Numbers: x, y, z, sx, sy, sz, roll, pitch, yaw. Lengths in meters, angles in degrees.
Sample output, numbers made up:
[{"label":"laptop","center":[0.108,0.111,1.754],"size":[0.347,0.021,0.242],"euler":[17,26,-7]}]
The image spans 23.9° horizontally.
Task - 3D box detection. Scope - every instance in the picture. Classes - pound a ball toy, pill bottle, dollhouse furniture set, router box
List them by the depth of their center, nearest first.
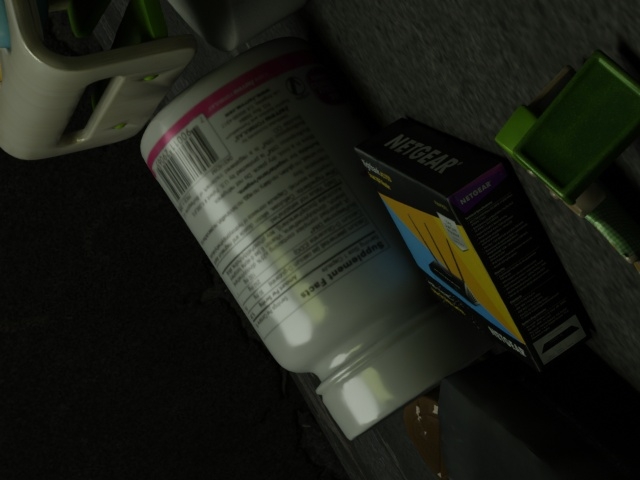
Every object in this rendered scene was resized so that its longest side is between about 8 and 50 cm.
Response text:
[{"label":"dollhouse furniture set","center":[0.134,-0.037,0.703],"size":[0.076,0.058,0.151],"euler":[46,-173,24]},{"label":"router box","center":[0.095,-0.002,0.987],"size":[0.133,0.046,0.179],"euler":[60,172,-20]},{"label":"pound a ball toy","center":[-0.201,-0.180,1.075],"size":[0.319,0.136,0.208],"euler":[154,102,-72]},{"label":"pill bottle","center":[0.000,0.000,1.160],"size":[0.283,0.160,0.160],"euler":[56,172,8]}]

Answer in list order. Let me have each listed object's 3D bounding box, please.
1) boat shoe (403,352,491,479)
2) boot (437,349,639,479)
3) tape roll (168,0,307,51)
[{"label":"boat shoe","center":[0.186,0.221,1.240],"size":[0.285,0.089,0.104],"euler":[55,146,-6]},{"label":"boot","center":[0.216,0.315,0.906],"size":[0.445,0.146,0.367],"euler":[42,137,49]},{"label":"tape roll","center":[-0.139,-0.318,1.085],"size":[0.392,0.072,0.392],"euler":[56,172,12]}]
